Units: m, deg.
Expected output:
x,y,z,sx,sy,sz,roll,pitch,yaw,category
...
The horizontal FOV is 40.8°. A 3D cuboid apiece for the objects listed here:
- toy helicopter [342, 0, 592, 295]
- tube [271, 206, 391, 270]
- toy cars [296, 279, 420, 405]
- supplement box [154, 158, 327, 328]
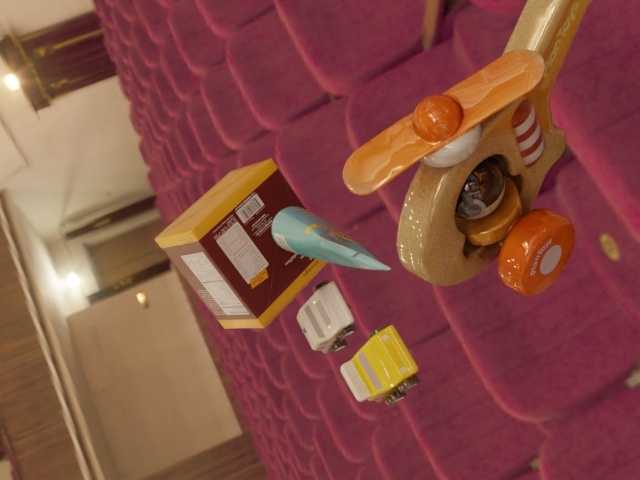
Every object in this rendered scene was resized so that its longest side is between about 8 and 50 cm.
x,y,z,sx,sy,sz,roll,pitch,yaw,category
0.159,-0.125,0.756,0.140,0.234,0.355,33,108,40,toy helicopter
0.000,0.000,0.916,0.052,0.080,0.207,-71,21,2,tube
0.038,0.175,1.421,0.393,0.087,0.177,33,143,61,toy cars
-0.116,0.008,1.381,0.129,0.191,0.194,-8,121,54,supplement box
